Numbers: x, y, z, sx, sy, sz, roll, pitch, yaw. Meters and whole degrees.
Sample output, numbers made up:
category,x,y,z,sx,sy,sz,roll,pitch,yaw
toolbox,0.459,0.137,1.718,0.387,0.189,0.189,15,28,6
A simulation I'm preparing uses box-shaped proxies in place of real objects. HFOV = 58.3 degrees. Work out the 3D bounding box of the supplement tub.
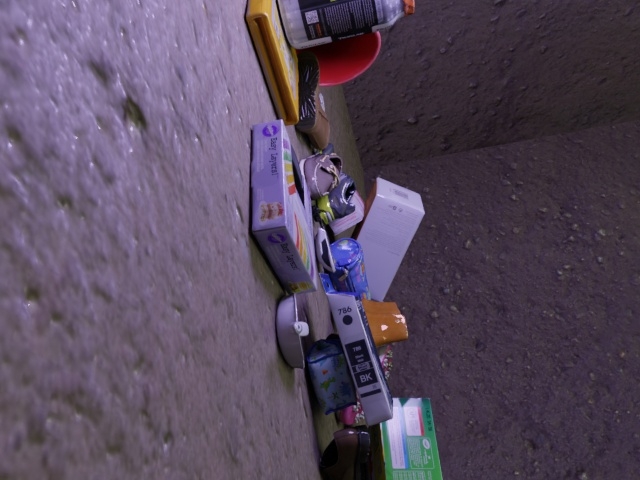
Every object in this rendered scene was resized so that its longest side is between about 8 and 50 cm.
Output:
category,x,y,z,sx,sy,sz,roll,pitch,yaw
supplement tub,0.060,-0.596,1.402,0.193,0.315,0.194,-10,90,-83

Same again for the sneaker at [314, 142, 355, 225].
category,x,y,z,sx,sy,sz,roll,pitch,yaw
sneaker,0.049,-0.186,1.824,0.111,0.121,0.300,66,17,-60

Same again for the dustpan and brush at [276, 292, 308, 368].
category,x,y,z,sx,sy,sz,roll,pitch,yaw
dustpan and brush,-0.047,0.162,1.036,0.211,0.060,0.147,41,40,-77

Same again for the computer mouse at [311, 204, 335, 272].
category,x,y,z,sx,sy,sz,roll,pitch,yaw
computer mouse,0.000,0.000,1.590,0.106,0.042,0.193,33,42,-84

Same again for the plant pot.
category,x,y,z,sx,sy,sz,roll,pitch,yaw
plant pot,0.012,-0.636,1.688,0.275,0.274,0.243,61,12,-66

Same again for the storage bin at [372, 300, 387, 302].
category,x,y,z,sx,sy,sz,roll,pitch,yaw
storage bin,0.214,0.311,2.379,0.098,0.135,0.091,66,28,-59

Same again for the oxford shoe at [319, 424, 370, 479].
category,x,y,z,sx,sy,sz,roll,pitch,yaw
oxford shoe,0.040,0.484,1.235,0.083,0.096,0.227,-110,-156,-59

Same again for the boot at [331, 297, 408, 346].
category,x,y,z,sx,sy,sz,roll,pitch,yaw
boot,0.143,0.277,1.609,0.295,0.211,0.104,-92,-173,-47

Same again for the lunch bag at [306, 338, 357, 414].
category,x,y,z,sx,sy,sz,roll,pitch,yaw
lunch bag,0.024,0.296,1.277,0.151,0.096,0.129,-163,-123,-83

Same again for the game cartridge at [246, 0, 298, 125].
category,x,y,z,sx,sy,sz,roll,pitch,yaw
game cartridge,-0.105,-0.483,1.381,0.285,0.052,0.324,72,13,-45

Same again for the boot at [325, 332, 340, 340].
category,x,y,z,sx,sy,sz,roll,pitch,yaw
boot,0.066,0.300,1.430,0.137,0.076,0.198,-29,125,-52

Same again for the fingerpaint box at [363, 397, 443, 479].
category,x,y,z,sx,sy,sz,roll,pitch,yaw
fingerpaint box,0.231,0.725,1.605,0.371,0.163,0.445,96,-6,-49

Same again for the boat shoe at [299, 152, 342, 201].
category,x,y,z,sx,sy,sz,roll,pitch,yaw
boat shoe,0.006,-0.185,1.623,0.324,0.096,0.117,-71,151,-72

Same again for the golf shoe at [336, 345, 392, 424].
category,x,y,z,sx,sy,sz,roll,pitch,yaw
golf shoe,0.098,0.397,1.616,0.306,0.140,0.115,-42,138,-54

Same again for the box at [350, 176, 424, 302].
category,x,y,z,sx,sy,sz,roll,pitch,yaw
box,0.198,-0.004,1.933,0.215,0.168,0.345,-76,-172,-69

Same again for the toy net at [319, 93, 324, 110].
category,x,y,z,sx,sy,sz,roll,pitch,yaw
toy net,-0.014,-0.450,1.962,0.232,0.045,0.122,-91,167,-49

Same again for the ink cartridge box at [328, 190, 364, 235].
category,x,y,z,sx,sy,sz,roll,pitch,yaw
ink cartridge box,0.081,-0.095,1.914,0.067,0.115,0.198,56,15,-14

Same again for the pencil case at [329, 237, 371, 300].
category,x,y,z,sx,sy,sz,roll,pitch,yaw
pencil case,0.093,0.140,1.769,0.133,0.119,0.306,-92,169,-53

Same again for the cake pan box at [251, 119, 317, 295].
category,x,y,z,sx,sy,sz,roll,pitch,yaw
cake pan box,-0.069,-0.063,1.118,0.246,0.070,0.267,72,11,-55

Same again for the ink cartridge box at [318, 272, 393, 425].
category,x,y,z,sx,sy,sz,roll,pitch,yaw
ink cartridge box,0.083,0.221,1.263,0.165,0.065,0.333,19,52,-82

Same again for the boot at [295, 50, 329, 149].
category,x,y,z,sx,sy,sz,roll,pitch,yaw
boot,-0.028,-0.406,1.705,0.269,0.089,0.236,-1,95,-80
